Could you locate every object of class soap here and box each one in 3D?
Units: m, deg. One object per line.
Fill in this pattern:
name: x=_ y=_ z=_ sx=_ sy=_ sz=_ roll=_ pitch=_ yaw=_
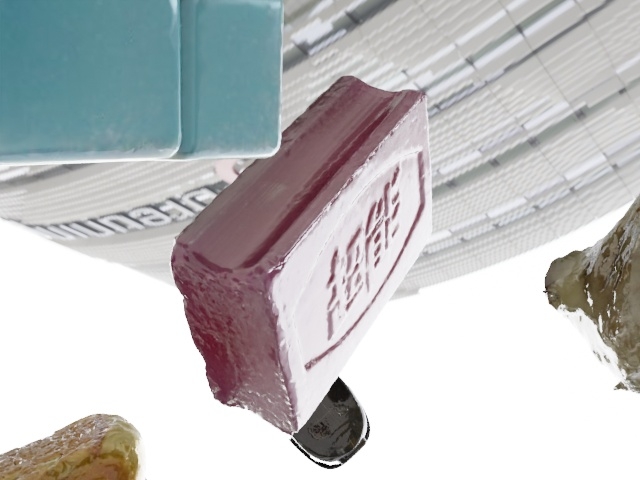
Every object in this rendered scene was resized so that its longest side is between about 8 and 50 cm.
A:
soap: x=0.000 y=0.000 z=0.871 sx=0.128 sy=0.233 sz=0.359 roll=15 pitch=-135 yaw=26

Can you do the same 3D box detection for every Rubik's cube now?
Rubik's cube: x=-0.233 y=-0.212 z=0.488 sx=0.319 sy=0.322 sz=0.315 roll=13 pitch=-75 yaw=47

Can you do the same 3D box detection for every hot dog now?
hot dog: x=-0.419 y=0.419 z=1.078 sx=0.185 sy=0.405 sz=0.223 roll=1 pitch=-68 yaw=66

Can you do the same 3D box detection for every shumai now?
shumai: x=0.280 y=0.044 z=0.745 sx=0.120 sy=0.201 sz=0.201 roll=4 pitch=-107 yaw=31

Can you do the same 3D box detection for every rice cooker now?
rice cooker: x=-0.007 y=0.238 z=1.087 sx=0.112 sy=0.165 sz=0.106 roll=-39 pitch=-167 yaw=-15
